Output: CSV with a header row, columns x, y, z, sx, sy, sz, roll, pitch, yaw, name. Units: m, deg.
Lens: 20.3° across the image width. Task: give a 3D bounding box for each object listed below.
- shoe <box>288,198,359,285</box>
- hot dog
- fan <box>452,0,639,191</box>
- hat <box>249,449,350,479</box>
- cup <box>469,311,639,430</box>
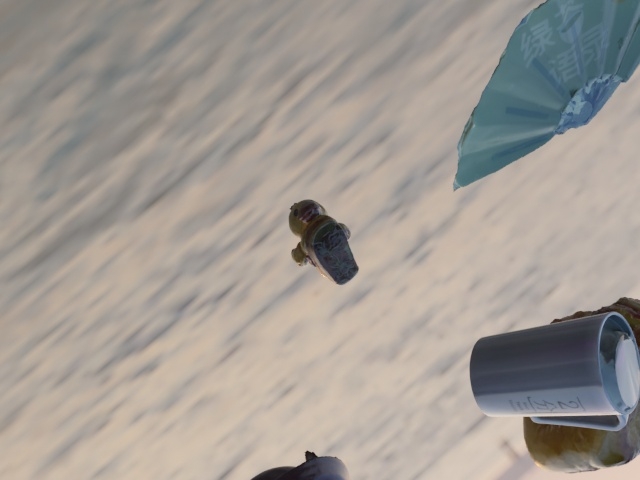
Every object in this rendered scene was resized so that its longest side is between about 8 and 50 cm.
x,y,z,sx,sy,sz,roll,pitch,yaw,name
-0.001,0.003,2.077,0.072,0.069,0.109,-50,127,2,shoe
0.315,0.141,1.892,0.150,0.153,0.257,-11,-174,46,hot dog
0.170,-0.120,1.188,0.240,0.009,0.131,-40,139,-16,fan
-0.055,0.332,2.148,0.205,0.089,0.205,-31,142,-28,hat
0.181,0.105,1.321,0.116,0.104,0.074,-10,-137,32,cup
